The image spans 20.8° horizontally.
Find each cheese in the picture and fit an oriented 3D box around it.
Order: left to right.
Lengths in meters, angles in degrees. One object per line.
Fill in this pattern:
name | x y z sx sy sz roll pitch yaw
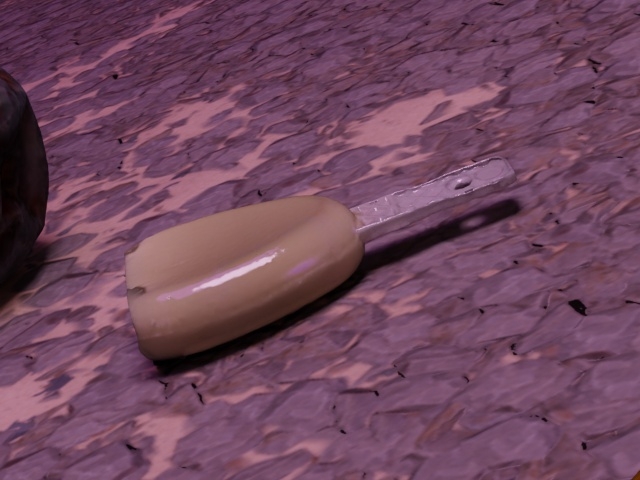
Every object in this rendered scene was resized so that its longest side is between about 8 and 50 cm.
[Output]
cheese | 0.000 0.000 1.076 0.251 0.054 0.127 -21 23 0

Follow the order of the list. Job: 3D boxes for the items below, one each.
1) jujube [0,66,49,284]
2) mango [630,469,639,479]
jujube | -0.357 -0.034 1.297 0.317 0.226 0.226 -5 24 19
mango | 0.169 0.098 0.553 0.262 0.109 0.157 -29 25 -15
